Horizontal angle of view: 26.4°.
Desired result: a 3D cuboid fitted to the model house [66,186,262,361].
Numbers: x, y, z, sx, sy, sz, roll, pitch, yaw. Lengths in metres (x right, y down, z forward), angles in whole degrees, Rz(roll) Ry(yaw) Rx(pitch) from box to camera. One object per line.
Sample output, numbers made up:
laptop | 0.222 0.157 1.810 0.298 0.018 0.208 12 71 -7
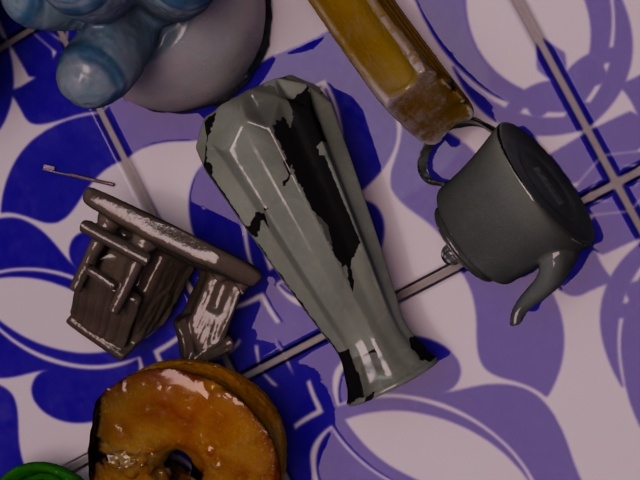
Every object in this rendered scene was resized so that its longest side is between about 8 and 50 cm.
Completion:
model house | -0.195 0.058 1.587 0.229 0.122 0.188 26 104 6

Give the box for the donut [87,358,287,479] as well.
donut | -0.150 0.247 1.554 0.253 0.118 0.253 9 121 15

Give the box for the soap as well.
soap | 0.063 -0.222 1.476 0.073 0.140 0.232 -38 61 11

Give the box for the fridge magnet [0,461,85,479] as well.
fridge magnet | -0.327 0.368 1.641 0.208 0.088 0.208 7 104 29

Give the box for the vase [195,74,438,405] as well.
vase | 0.000 0.000 1.522 0.165 0.165 0.360 -28 89 14

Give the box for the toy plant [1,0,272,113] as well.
toy plant | -0.208 -0.261 1.470 0.247 0.332 0.247 0 91 16

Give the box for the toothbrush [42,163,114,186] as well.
toothbrush | -0.295 -0.079 1.665 0.097 0.006 0.008 14 92 14

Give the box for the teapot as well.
teapot | 0.186 -0.029 1.479 0.149 0.162 0.239 -39 66 25
